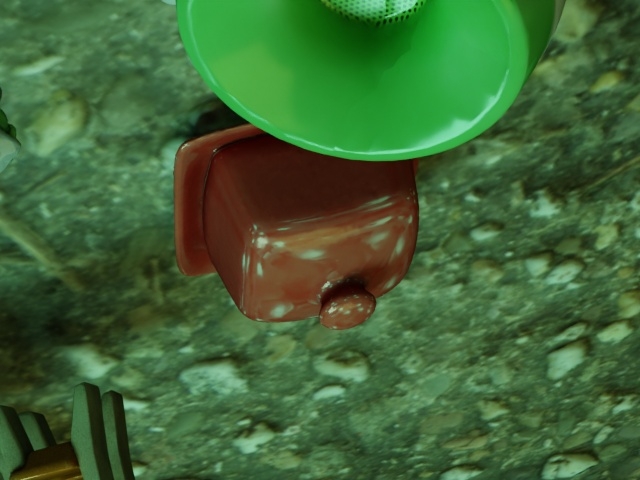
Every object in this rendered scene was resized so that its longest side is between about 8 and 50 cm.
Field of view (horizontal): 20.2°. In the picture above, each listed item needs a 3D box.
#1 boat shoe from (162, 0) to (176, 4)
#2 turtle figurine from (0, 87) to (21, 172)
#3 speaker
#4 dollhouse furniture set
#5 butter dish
[{"bbox_3d":[-0.039,-0.149,0.900,0.100,0.035,0.035,-39,144,17],"label":"boat shoe"},{"bbox_3d":[-0.091,-0.119,0.711,0.266,0.275,0.197,-21,117,-43],"label":"turtle figurine"},{"bbox_3d":[0.036,-0.172,0.629,0.131,0.296,0.131,8,141,7],"label":"speaker"},{"bbox_3d":[-0.240,0.195,1.151,0.262,0.135,0.259,-14,170,2],"label":"dollhouse furniture set"},{"bbox_3d":[0.000,0.000,1.085,0.160,0.118,0.160,-15,150,-13],"label":"butter dish"}]
